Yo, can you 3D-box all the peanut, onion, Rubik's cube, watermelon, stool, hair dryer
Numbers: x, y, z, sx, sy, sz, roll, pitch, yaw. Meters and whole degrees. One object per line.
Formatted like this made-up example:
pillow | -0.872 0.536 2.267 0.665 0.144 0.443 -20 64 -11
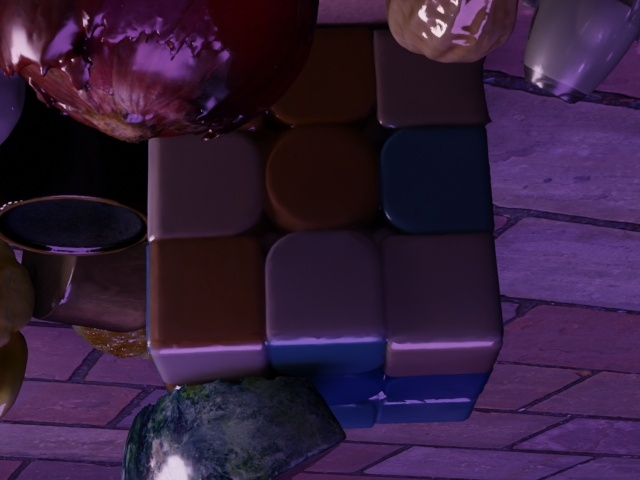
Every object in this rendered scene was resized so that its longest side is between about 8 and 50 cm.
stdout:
peanut | 0.129 -0.231 1.194 0.111 0.125 0.274 -3 160 -12
onion | -0.133 -0.202 1.091 0.276 0.276 0.276 -2 159 -1
Rubik's cube | 0.000 0.000 1.483 0.344 0.347 0.346 -1 158 0
watermelon | -0.091 0.209 1.415 0.318 0.148 0.226 -37 160 35
stool | -0.228 0.034 1.774 0.264 0.179 0.179 12 155 -32
hair dryer | 0.242 -0.259 1.194 0.092 0.267 0.229 24 118 -10

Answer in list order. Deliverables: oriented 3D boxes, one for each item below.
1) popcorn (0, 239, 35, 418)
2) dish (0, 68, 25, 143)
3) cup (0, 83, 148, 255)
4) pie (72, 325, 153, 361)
popcorn | -0.523 0.098 1.694 0.293 0.292 0.334 37 151 -32
dish | -0.322 -0.183 1.148 0.117 0.256 0.256 -20 156 10
cup | -0.267 -0.080 1.478 0.166 0.177 0.239 3 158 -16
pie | -0.192 0.116 2.086 0.371 0.078 0.296 8 155 -7
